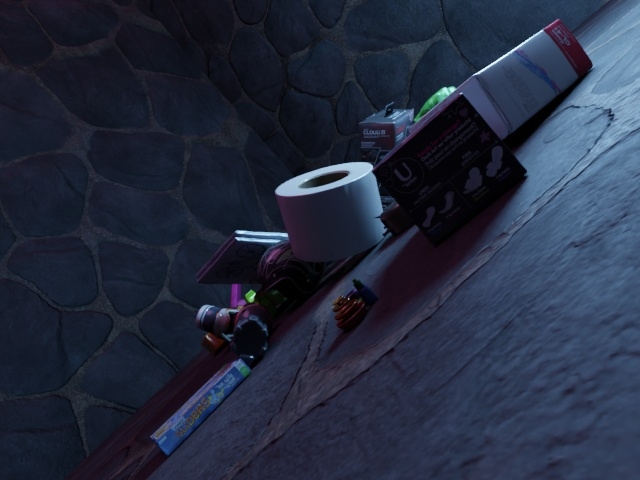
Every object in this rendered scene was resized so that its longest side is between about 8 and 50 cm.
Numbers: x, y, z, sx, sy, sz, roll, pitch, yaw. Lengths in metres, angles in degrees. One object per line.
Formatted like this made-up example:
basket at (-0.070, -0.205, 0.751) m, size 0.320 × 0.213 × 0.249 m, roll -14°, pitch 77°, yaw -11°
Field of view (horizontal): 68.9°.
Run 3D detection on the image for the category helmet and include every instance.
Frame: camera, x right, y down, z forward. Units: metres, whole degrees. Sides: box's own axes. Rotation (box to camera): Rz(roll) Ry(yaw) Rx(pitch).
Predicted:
helmet at (-0.086, 0.078, 1.260) m, size 0.170 × 0.161 × 0.169 m, roll -59°, pitch 12°, yaw 20°

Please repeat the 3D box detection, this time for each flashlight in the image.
flashlight at (-0.158, 0.201, 1.078) m, size 0.103 × 0.103 × 0.304 m, roll -39°, pitch 0°, yaw -9°

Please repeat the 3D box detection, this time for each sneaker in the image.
sneaker at (-0.321, 0.311, 1.699) m, size 0.321 × 0.127 × 0.126 m, roll 39°, pitch -115°, yaw -70°

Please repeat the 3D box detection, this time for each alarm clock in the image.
alarm clock at (0.203, -0.085, 1.003) m, size 0.192 × 0.064 × 0.129 m, roll -38°, pitch 3°, yaw 12°

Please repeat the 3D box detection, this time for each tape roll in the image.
tape roll at (0.028, -0.074, 1.142) m, size 0.245 × 0.169 × 0.246 m, roll -14°, pitch 19°, yaw 5°

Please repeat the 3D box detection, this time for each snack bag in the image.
snack bag at (-0.168, 0.063, 1.432) m, size 0.342 × 0.037 × 0.323 m, roll 4°, pitch -29°, yaw -33°

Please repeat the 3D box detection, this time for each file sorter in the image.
file sorter at (-0.250, 0.156, 1.845) m, size 0.182 × 0.202 × 0.290 m, roll 2°, pitch -4°, yaw -7°

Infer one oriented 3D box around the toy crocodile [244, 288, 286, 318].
toy crocodile at (-0.164, 0.182, 1.512) m, size 0.115 × 0.105 × 0.340 m, roll -42°, pitch 3°, yaw -23°

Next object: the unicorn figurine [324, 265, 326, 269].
unicorn figurine at (0.005, 0.043, 1.505) m, size 0.060 × 0.161 × 0.111 m, roll -53°, pitch -16°, yaw -48°

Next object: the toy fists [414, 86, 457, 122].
toy fists at (0.428, -0.392, 1.472) m, size 0.279 × 0.096 × 0.142 m, roll 6°, pitch -49°, yaw -39°

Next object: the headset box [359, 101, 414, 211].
headset box at (0.205, -0.259, 1.402) m, size 0.110 × 0.294 × 0.218 m, roll 5°, pitch 25°, yaw 24°

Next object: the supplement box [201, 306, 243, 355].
supplement box at (-0.379, 0.363, 1.921) m, size 0.233 × 0.078 × 0.080 m, roll -44°, pitch -8°, yaw -40°

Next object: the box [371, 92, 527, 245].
box at (0.189, -0.117, 0.733) m, size 0.163 × 0.142 × 0.247 m, roll -41°, pitch 2°, yaw 16°

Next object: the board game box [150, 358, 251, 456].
board game box at (-0.230, 0.315, 0.895) m, size 0.201 × 0.035 × 0.136 m, roll -43°, pitch 2°, yaw -30°

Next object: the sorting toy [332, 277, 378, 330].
sorting toy at (0.043, 0.082, 0.644) m, size 0.061 × 0.042 × 0.102 m, roll -41°, pitch 2°, yaw 15°

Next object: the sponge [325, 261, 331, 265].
sponge at (0.000, 0.000, 1.624) m, size 0.117 × 0.031 × 0.210 m, roll -40°, pitch 41°, yaw 32°

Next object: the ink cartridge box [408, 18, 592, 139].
ink cartridge box at (0.368, -0.291, 0.966) m, size 0.306 × 0.131 × 0.226 m, roll -35°, pitch 1°, yaw -27°
